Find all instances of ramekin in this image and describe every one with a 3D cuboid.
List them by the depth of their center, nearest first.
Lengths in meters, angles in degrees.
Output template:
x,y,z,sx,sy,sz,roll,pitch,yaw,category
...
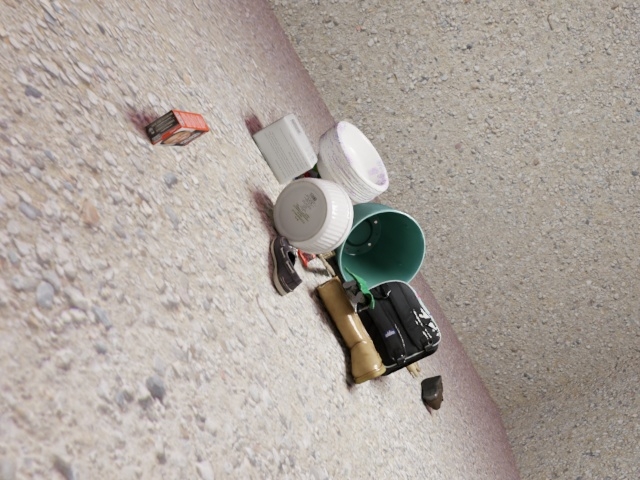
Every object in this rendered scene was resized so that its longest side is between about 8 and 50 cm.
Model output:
x,y,z,sx,sy,sz,roll,pitch,yaw,category
-0.029,-0.070,1.577,0.109,0.207,0.207,13,49,-60,ramekin

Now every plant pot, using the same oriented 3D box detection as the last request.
x,y,z,sx,sy,sz,roll,pitch,yaw,category
0.162,0.005,1.973,0.293,0.293,0.235,55,-3,-27,plant pot

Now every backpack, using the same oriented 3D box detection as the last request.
x,y,z,sx,sy,sz,roll,pitch,yaw,category
0.220,0.258,1.800,0.191,0.225,0.253,86,-22,-67,backpack

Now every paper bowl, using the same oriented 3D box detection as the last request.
x,y,z,sx,sy,sz,roll,pitch,yaw,category
0.097,-0.257,2.051,0.284,0.148,0.284,38,33,-30,paper bowl

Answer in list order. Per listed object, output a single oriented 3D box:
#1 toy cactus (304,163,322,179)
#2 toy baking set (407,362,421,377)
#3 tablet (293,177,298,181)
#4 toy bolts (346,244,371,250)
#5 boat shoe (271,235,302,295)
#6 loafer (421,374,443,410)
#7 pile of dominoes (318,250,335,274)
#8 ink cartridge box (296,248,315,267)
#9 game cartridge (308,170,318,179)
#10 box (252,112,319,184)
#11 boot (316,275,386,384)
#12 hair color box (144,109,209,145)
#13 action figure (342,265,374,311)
x,y,z,sx,sy,sz,roll,pitch,yaw,category
0.005,-0.205,2.152,0.219,0.112,0.181,-58,128,-66,toy cactus
0.308,0.397,2.253,0.256,0.030,0.197,55,13,-29,toy baking set
-0.085,-0.211,2.037,0.083,0.006,0.054,60,14,-3,tablet
0.157,-0.060,2.229,0.228,0.158,0.218,-69,144,-70,toy bolts
-0.075,0.051,1.444,0.075,0.065,0.206,53,16,-32,boat shoe
0.427,0.578,2.250,0.220,0.080,0.078,-32,104,-71,loafer
0.000,0.000,1.757,0.196,0.040,0.251,63,1,12,pile of dominoes
-0.041,0.025,1.692,0.063,0.029,0.115,58,13,-19,ink cartridge box
0.031,-0.220,2.379,0.196,0.060,0.294,69,15,14,game cartridge
-0.106,-0.294,1.883,0.182,0.119,0.181,60,14,-11,box
0.071,0.236,1.594,0.270,0.089,0.236,63,1,0,boot
-0.287,-0.225,1.199,0.043,0.072,0.141,62,15,-1,hair color box
0.113,0.151,1.660,0.137,0.063,0.232,60,5,16,action figure
